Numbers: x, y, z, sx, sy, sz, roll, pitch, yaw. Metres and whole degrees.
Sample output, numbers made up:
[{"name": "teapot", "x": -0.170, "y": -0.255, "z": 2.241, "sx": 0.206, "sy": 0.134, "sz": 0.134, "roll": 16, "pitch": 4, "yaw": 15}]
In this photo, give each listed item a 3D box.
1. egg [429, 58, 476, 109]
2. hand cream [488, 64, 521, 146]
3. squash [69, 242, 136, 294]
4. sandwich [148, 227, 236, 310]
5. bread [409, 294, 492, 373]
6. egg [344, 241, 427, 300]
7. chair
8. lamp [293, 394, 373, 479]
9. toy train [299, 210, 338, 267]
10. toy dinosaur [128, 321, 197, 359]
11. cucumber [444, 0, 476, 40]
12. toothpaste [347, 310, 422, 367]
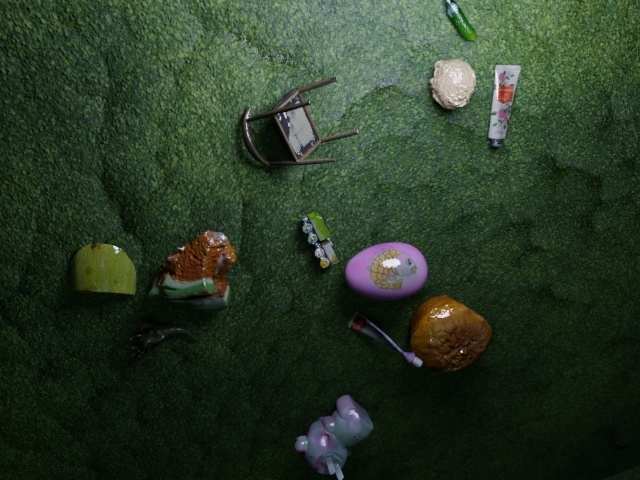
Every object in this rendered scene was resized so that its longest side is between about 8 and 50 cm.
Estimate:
[{"name": "egg", "x": 0.373, "y": -0.441, "z": 1.149, "sx": 0.118, "sy": 0.116, "sz": 0.140, "roll": -11, "pitch": 92, "yaw": -1}, {"name": "hand cream", "x": 0.554, "y": -0.408, "z": 1.247, "sx": 0.080, "sy": 0.050, "sz": 0.234, "roll": -1, "pitch": 110, "yaw": -7}, {"name": "squash", "x": -0.659, "y": 0.105, "z": 1.219, "sx": 0.191, "sy": 0.085, "sz": 0.184, "roll": 2, "pitch": 116, "yaw": -14}, {"name": "sandwich", "x": -0.359, "y": 0.102, "z": 1.238, "sx": 0.250, "sy": 0.162, "sz": 0.301, "roll": 18, "pitch": 114, "yaw": -24}, {"name": "bread", "x": 0.479, "y": 0.358, "z": 1.542, "sx": 0.311, "sy": 0.172, "sz": 0.313, "roll": -3, "pitch": 115, "yaw": -6}, {"name": "egg", "x": 0.216, "y": 0.106, "z": 1.345, "sx": 0.270, "sy": 0.196, "sz": 0.197, "roll": -17, "pitch": 118, "yaw": 2}, {"name": "chair", "x": -0.062, "y": -0.307, "z": 1.108, "sx": 0.272, "sy": 0.166, "sz": 0.188, "roll": -1, "pitch": 128, "yaw": 38}, {"name": "lamp", "x": 0.069, "y": 0.811, "z": 1.641, "sx": 0.301, "sy": 0.247, "sz": 0.247, "roll": -40, "pitch": 120, "yaw": 1}, {"name": "toy train", "x": 0.000, "y": 0.000, "z": 1.320, "sx": 0.081, "sy": 0.060, "sz": 0.202, "roll": -28, "pitch": 120, "yaw": -4}, {"name": "toy dinosaur", "x": -0.548, "y": 0.332, "z": 1.394, "sx": 0.187, "sy": 0.087, "sz": 0.179, "roll": -30, "pitch": 156, "yaw": 21}, {"name": "cucumber", "x": 0.377, "y": -0.603, "z": 1.114, "sx": 0.037, "sy": 0.037, "sz": 0.155, "roll": -45, "pitch": 116, "yaw": 11}, {"name": "toothpaste", "x": 0.239, "y": 0.368, "z": 1.498, "sx": 0.300, "sy": 0.048, "sz": 0.075, "roll": 33, "pitch": 143, "yaw": 8}]
